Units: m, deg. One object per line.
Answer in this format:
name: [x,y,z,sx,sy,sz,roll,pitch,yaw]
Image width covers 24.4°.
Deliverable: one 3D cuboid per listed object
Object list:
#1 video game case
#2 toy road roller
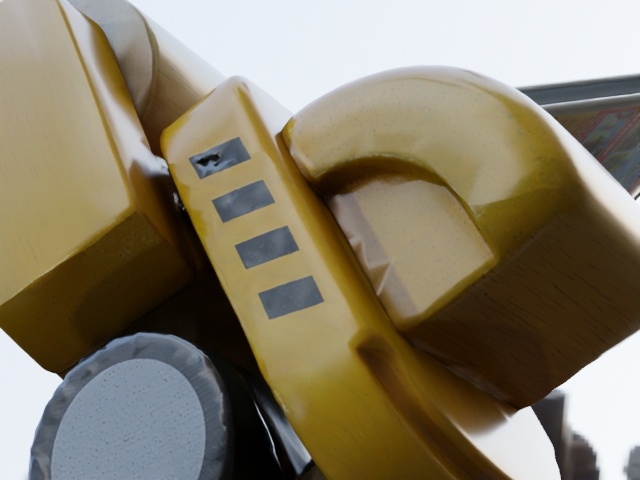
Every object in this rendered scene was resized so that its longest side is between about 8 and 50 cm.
video game case: [0.119,-0.032,0.968,0.285,0.204,0.025,-10,-120,-35]
toy road roller: [0.000,0.000,0.650,0.202,0.240,0.330,34,-157,-53]
